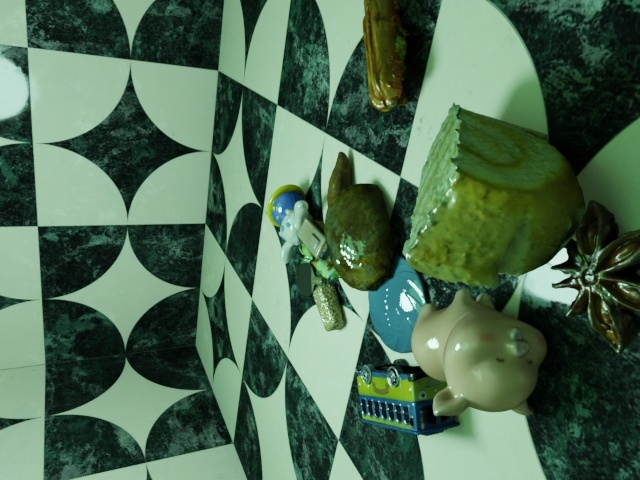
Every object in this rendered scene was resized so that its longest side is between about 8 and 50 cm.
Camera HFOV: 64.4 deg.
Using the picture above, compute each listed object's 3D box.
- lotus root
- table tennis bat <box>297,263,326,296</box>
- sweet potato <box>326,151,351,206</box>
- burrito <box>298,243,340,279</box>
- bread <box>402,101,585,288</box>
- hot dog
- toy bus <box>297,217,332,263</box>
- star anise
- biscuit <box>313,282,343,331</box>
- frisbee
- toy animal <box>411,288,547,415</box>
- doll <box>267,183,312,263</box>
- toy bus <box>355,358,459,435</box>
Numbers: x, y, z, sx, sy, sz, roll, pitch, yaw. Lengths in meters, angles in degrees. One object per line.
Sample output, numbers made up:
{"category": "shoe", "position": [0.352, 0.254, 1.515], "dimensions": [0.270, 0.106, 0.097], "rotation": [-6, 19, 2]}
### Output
{"category": "lotus root", "position": [0.108, -0.013, 1.522], "dimensions": [0.210, 0.141, 0.314], "rotation": [126, 142, -52]}
{"category": "table tennis bat", "position": [-0.042, 0.153, 1.997], "dimensions": [0.246, 0.022, 0.138], "rotation": [-4, 88, 64]}
{"category": "sweet potato", "position": [0.065, -0.148, 1.684], "dimensions": [0.097, 0.097, 0.292], "rotation": [-25, 70, 61]}
{"category": "burrito", "position": [-0.016, 0.073, 1.846], "dimensions": [0.288, 0.104, 0.054], "rotation": [-136, 40, -54]}
{"category": "bread", "position": [0.332, -0.097, 0.975], "dimensions": [0.395, 0.263, 0.239], "rotation": [-65, -8, -53]}
{"category": "hot dog", "position": [0.184, -0.526, 1.399], "dimensions": [0.158, 0.116, 0.349], "rotation": [82, -176, -72]}
{"category": "toy bus", "position": [0.000, 0.000, 1.791], "dimensions": [0.091, 0.103, 0.182], "rotation": [-63, 36, 16]}
{"category": "star anise", "position": [0.499, 0.054, 0.853], "dimensions": [0.214, 0.098, 0.220], "rotation": [42, 125, 37]}
{"category": "biscuit", "position": [0.031, 0.239, 1.805], "dimensions": [0.082, 0.070, 0.169], "rotation": [123, 135, -55]}
{"category": "frisbee", "position": [0.207, 0.185, 1.476], "dimensions": [0.289, 0.049, 0.290], "rotation": [9, 100, 63]}
{"category": "toy animal", "position": [0.322, 0.240, 1.095], "dimensions": [0.326, 0.236, 0.270], "rotation": [134, 137, -61]}
{"category": "doll", "position": [-0.109, -0.069, 1.987], "dimensions": [0.242, 0.159, 0.311], "rotation": [39, 129, 38]}
{"category": "toy bus", "position": [0.224, 0.415, 1.364], "dimensions": [0.287, 0.138, 0.175], "rotation": [-23, 71, 62]}
